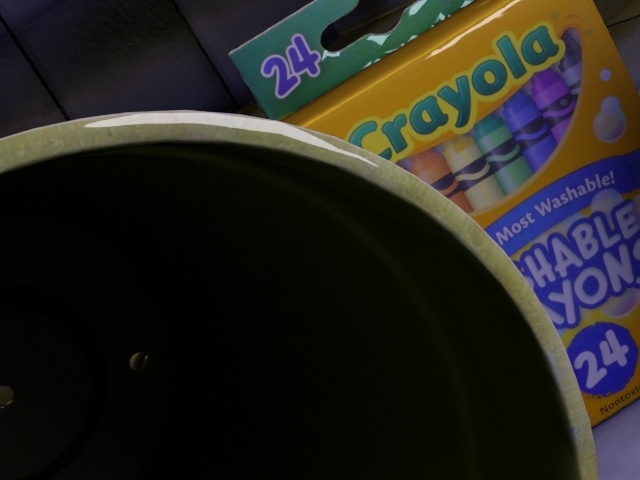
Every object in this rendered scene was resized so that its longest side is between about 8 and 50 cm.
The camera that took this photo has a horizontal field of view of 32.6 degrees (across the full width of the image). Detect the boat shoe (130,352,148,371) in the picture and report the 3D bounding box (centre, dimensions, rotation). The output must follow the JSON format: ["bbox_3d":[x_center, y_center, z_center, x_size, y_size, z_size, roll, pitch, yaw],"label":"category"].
[{"bbox_3d":[-0.031,0.077,1.096,0.324,0.116,0.096,-26,57,-12],"label":"boat shoe"}]

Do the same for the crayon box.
[{"bbox_3d":[0.111,-0.031,0.701,0.203,0.323,0.083,-32,14,-2],"label":"crayon box"}]

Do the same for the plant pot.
[{"bbox_3d":[-0.126,0.117,0.526,0.366,0.366,0.353,-36,22,-18],"label":"plant pot"}]
